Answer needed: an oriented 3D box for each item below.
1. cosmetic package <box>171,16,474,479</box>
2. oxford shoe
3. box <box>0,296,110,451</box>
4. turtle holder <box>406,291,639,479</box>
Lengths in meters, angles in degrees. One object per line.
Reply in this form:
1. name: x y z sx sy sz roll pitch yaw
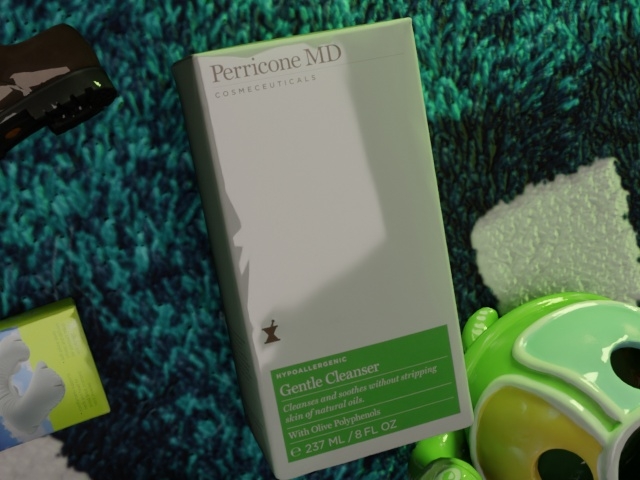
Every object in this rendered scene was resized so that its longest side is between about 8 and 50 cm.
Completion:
1. cosmetic package: 0.000 0.000 0.787 0.197 0.155 0.366 -14 102 -13
2. oxford shoe: -0.295 -0.114 0.727 0.227 0.083 0.096 -28 86 -13
3. box: -0.291 0.131 0.770 0.178 0.042 0.109 -19 102 -15
4. turtle holder: 0.243 0.174 0.847 0.320 0.227 0.243 12 94 -19
